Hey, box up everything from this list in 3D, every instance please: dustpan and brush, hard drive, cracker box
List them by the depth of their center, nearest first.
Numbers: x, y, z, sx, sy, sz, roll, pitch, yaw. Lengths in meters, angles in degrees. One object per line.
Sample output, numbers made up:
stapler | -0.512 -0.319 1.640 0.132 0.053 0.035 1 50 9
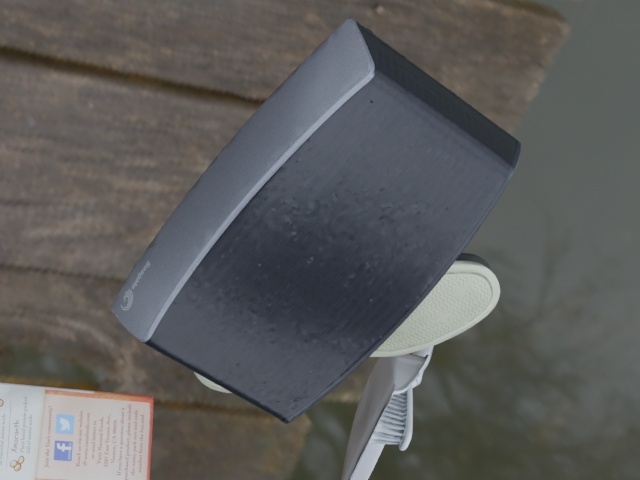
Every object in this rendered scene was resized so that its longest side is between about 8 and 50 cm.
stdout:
cracker box | -0.244 0.126 0.995 0.232 0.155 0.067 8 76 -32
hard drive | 0.000 0.000 1.012 0.172 0.054 0.255 33 108 -26
dustpan and brush | 0.074 0.139 1.440 0.060 0.211 0.147 19 123 -6

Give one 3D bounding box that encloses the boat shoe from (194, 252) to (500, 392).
boat shoe | 0.015 0.044 1.153 0.233 0.079 0.084 -14 127 8
